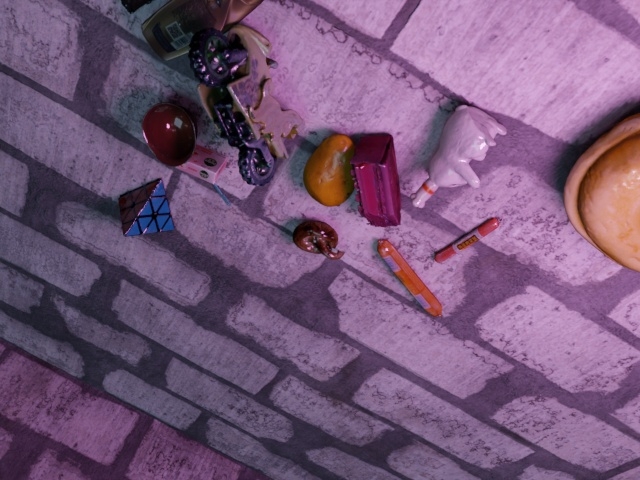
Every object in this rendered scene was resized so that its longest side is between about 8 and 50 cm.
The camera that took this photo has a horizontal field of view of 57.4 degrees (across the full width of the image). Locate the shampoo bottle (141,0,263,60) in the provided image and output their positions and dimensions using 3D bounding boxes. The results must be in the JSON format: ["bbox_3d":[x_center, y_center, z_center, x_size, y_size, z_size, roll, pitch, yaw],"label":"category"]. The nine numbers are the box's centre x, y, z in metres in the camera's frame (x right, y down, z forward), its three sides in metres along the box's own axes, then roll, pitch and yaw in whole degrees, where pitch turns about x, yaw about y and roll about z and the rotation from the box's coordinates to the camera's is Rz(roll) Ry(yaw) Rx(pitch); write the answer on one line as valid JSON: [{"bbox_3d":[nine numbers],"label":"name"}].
[{"bbox_3d":[-0.265,-0.539,1.373,0.350,0.084,0.125,-15,126,31],"label":"shampoo bottle"}]

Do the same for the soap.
[{"bbox_3d":[0.150,-0.141,1.527,0.099,0.162,0.250,-2,132,15],"label":"soap"}]

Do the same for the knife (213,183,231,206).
[{"bbox_3d":[-0.303,-0.140,1.807,0.014,0.005,0.091,-11,126,31],"label":"knife"}]

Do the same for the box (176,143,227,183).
[{"bbox_3d":[-0.343,-0.226,1.687,0.125,0.089,0.043,22,135,-1],"label":"box"}]

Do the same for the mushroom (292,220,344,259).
[{"bbox_3d":[0.001,-0.001,1.765,0.170,0.080,0.135,35,146,-12],"label":"mushroom"}]

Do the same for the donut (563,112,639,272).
[{"bbox_3d":[0.777,-0.094,1.292,0.448,0.198,0.449,11,133,12],"label":"donut"}]

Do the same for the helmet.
[{"bbox_3d":[-0.398,-0.300,1.619,0.155,0.106,0.175,-12,106,16],"label":"helmet"}]

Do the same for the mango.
[{"bbox_3d":[0.029,-0.188,1.560,0.147,0.109,0.227,19,134,7],"label":"mango"}]

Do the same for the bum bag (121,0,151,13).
[{"bbox_3d":[-0.443,-0.596,1.424,0.124,0.034,0.058,-11,135,30],"label":"bum bag"}]

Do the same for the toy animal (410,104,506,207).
[{"bbox_3d":[0.335,-0.188,1.426,0.138,0.140,0.282,27,132,8],"label":"toy animal"}]

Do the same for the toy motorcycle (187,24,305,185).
[{"bbox_3d":[-0.176,-0.339,1.421,0.168,0.237,0.410,11,138,33],"label":"toy motorcycle"}]

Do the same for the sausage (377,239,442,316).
[{"bbox_3d":[0.275,0.121,1.785,0.053,0.053,0.348,-24,119,36],"label":"sausage"}]

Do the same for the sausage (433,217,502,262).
[{"bbox_3d":[0.409,0.002,1.640,0.034,0.034,0.253,38,132,-14],"label":"sausage"}]

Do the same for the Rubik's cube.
[{"bbox_3d":[-0.563,-0.091,1.931,0.190,0.211,0.178,26,169,44],"label":"Rubik's cube"}]
